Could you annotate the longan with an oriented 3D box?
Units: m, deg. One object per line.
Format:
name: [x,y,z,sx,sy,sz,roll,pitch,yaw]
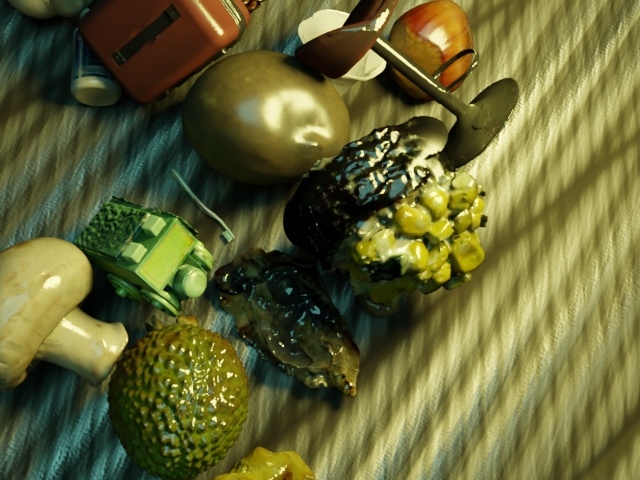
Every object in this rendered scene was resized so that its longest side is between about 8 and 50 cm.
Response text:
longan: [-0.104,-0.245,1.476,0.350,0.288,0.288,3,73,-20]

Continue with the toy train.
toy train: [-0.331,0.030,1.384,0.271,0.188,0.159,16,63,40]

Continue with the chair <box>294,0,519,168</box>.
chair: [0.168,-0.338,1.429,0.401,0.226,0.227,32,72,-18]

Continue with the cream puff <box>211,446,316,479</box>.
cream puff: [-0.121,0.514,1.320,0.281,0.185,0.282,5,83,-45]

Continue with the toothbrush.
toothbrush: [-0.250,-0.077,1.543,0.022,0.017,0.204,-36,81,-34]

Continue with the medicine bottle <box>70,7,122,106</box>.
medicine bottle: [-0.478,-0.394,1.561,0.107,0.107,0.192,-1,74,-6]

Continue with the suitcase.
suitcase: [-0.311,-0.432,1.446,0.236,0.297,0.161,52,37,-17]

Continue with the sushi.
sushi: [0.128,-0.021,1.358,0.328,0.328,0.285,-18,67,-22]

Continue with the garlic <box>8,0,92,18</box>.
garlic: [-0.575,-0.562,1.555,0.281,0.203,0.185,18,90,-4]

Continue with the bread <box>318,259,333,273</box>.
bread: [0.000,0.000,1.532,0.052,0.044,0.157,-21,75,-39]

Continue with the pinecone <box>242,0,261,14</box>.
pinecone: [-0.244,-0.587,1.554,0.246,0.292,0.246,-18,43,17]

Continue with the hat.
hat: [0.031,-0.390,1.592,0.203,0.126,0.203,11,57,-17]

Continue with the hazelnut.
hazelnut: [0.241,-0.423,1.621,0.186,0.210,0.210,-8,73,23]

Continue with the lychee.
lychee: [-0.256,0.279,1.317,0.269,0.320,0.270,1,103,5]

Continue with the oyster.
oyster: [-0.062,0.169,1.458,0.221,0.096,0.361,-26,76,-5]

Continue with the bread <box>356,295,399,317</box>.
bread: [0.112,0.106,1.507,0.082,0.060,0.113,-7,73,-8]

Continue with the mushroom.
mushroom: [-0.497,0.153,1.313,0.290,0.297,0.297,35,73,-7]
